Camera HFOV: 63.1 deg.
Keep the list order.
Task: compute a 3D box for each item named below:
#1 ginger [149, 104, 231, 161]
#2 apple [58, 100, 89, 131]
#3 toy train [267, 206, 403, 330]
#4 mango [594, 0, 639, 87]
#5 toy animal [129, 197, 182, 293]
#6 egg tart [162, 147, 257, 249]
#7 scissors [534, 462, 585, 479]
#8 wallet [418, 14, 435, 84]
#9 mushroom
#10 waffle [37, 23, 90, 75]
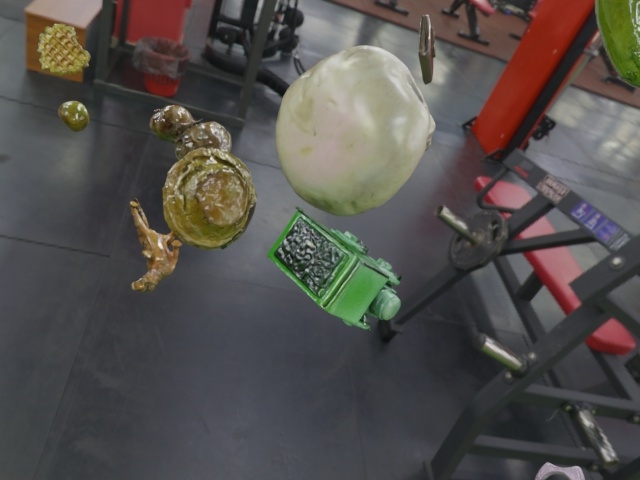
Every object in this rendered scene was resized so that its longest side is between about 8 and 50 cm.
[{"bbox_3d":[-0.360,-0.247,1.607,0.256,0.176,0.375,0,55,-55],"label":"ginger"},{"bbox_3d":[-0.722,-0.364,1.529,0.074,0.089,0.089,-28,58,-24],"label":"apple"},{"bbox_3d":[0.024,0.049,0.911,0.188,0.132,0.243,31,6,-47],"label":"toy train"},{"bbox_3d":[0.306,-0.221,0.503,0.074,0.091,0.165,3,71,21],"label":"mango"},{"bbox_3d":[-0.410,-0.002,1.270,0.114,0.116,0.255,3,47,-35],"label":"toy animal"},{"bbox_3d":[-0.238,-0.094,1.187,0.241,0.241,0.106,-10,10,-38],"label":"egg tart"},{"bbox_3d":[0.250,0.361,0.615,0.021,0.212,0.110,35,12,-40],"label":"scissors"},{"bbox_3d":[0.255,-0.457,1.248,0.039,0.118,0.153,-1,-8,17],"label":"wallet"},{"bbox_3d":[0.067,-0.244,1.105,0.325,0.353,0.353,33,36,4],"label":"mushroom"},{"bbox_3d":[-0.408,-0.302,0.825,0.078,0.016,0.085,-17,86,-5],"label":"waffle"}]
